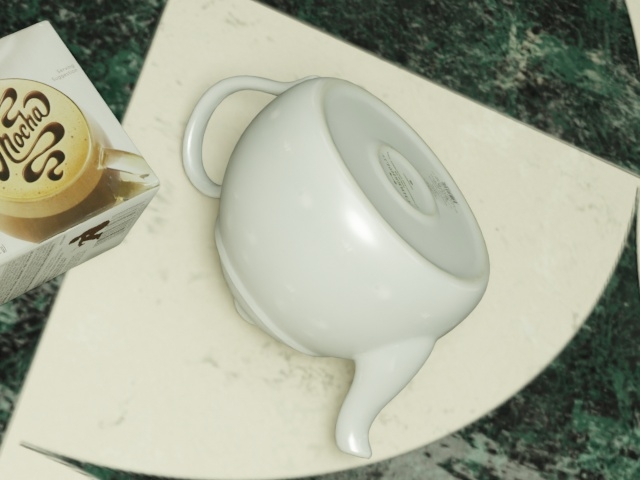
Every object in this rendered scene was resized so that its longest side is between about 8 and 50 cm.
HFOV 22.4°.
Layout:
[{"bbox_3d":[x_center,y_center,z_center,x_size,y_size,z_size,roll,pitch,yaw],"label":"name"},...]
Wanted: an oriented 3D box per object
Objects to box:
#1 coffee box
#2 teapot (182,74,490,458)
[{"bbox_3d":[-0.297,-0.026,1.229,0.297,0.119,0.168,-29,79,-34],"label":"coffee box"},{"bbox_3d":[0.000,0.000,1.324,0.252,0.187,0.256,43,25,-21],"label":"teapot"}]
